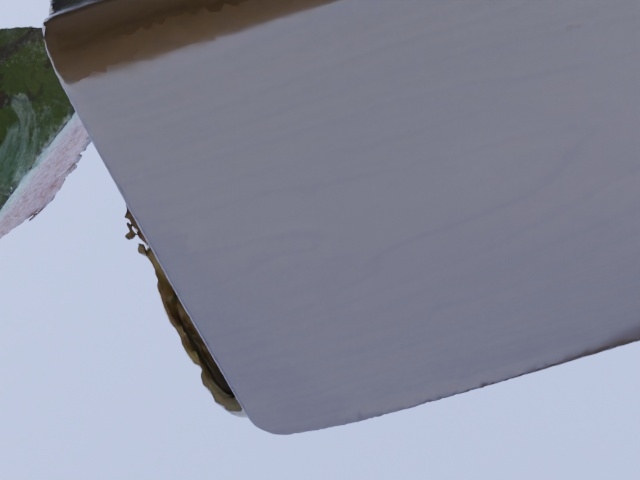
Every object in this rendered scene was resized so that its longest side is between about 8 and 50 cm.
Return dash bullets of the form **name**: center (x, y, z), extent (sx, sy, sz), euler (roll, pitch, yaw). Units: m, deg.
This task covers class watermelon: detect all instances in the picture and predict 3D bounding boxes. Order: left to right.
- **watermelon**: center (-0.143, -0.052, 0.852), extent (0.080, 0.155, 0.101), euler (-31, -90, -34)

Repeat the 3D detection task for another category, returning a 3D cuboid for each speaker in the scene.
- **speaker**: center (0.058, -0.073, 0.583), extent (0.231, 0.192, 0.153), euler (-16, -140, 10)

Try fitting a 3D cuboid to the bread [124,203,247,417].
- **bread**: center (0.000, 0.000, 0.878), extent (0.127, 0.147, 0.152), euler (-11, -87, 32)
